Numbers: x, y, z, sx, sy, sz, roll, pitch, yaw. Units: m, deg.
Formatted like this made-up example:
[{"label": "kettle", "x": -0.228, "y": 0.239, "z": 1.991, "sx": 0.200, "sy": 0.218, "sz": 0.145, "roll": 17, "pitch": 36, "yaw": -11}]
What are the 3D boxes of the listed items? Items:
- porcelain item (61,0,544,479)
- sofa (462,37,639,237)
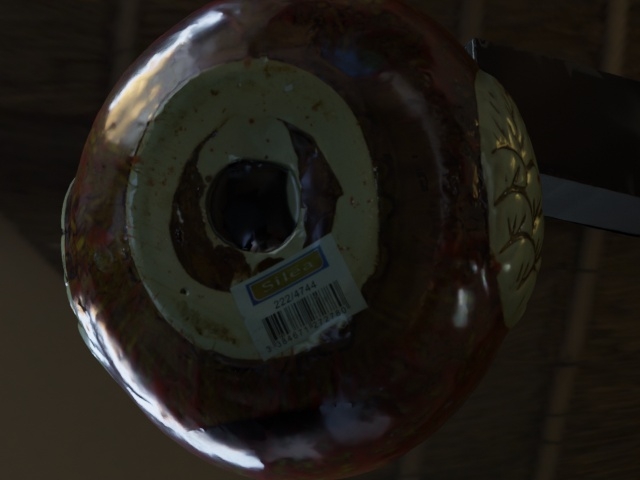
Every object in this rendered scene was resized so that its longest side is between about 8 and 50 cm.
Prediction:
[{"label": "porcelain item", "x": 0.000, "y": 0.000, "z": 0.945, "sx": 0.253, "sy": 0.253, "sz": 0.252, "roll": -2, "pitch": -94, "yaw": 25}, {"label": "sofa", "x": 0.137, "y": -0.057, "z": 1.095, "sx": 0.060, "sy": 0.147, "sz": 0.085, "roll": -39, "pitch": -134, "yaw": 54}]
